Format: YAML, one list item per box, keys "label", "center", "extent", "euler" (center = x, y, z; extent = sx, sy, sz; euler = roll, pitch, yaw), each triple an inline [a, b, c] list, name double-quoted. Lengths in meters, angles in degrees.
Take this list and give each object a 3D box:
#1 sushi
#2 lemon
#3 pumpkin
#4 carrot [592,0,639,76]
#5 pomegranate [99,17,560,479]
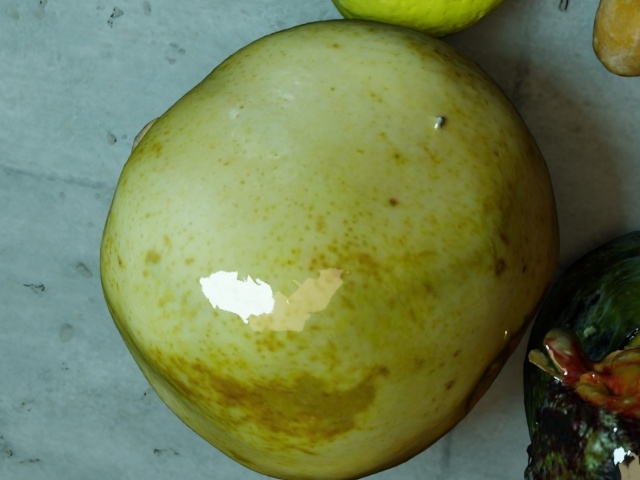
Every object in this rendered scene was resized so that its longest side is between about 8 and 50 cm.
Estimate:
- label: "sushi"
  center: [0.307, 0.174, 0.960]
  extent: [0.343, 0.196, 0.182]
  euler: [17, 88, -14]
- label: "lemon"
  center: [0.089, -0.266, 1.096]
  extent: [0.193, 0.180, 0.180]
  euler: [4, 105, -4]
- label: "pumpkin"
  center: [0.315, 0.156, 1.146]
  extent: [0.256, 0.225, 0.303]
  euler: [11, 102, -2]
- label: "carrot"
  center: [0.328, -0.244, 1.099]
  extent: [0.159, 0.159, 0.225]
  euler: [39, 120, -3]
- label: "pomegranate"
  center: [0.000, 0.000, 1.071]
  extent: [0.417, 0.416, 0.416]
  euler: [2, 104, 8]
